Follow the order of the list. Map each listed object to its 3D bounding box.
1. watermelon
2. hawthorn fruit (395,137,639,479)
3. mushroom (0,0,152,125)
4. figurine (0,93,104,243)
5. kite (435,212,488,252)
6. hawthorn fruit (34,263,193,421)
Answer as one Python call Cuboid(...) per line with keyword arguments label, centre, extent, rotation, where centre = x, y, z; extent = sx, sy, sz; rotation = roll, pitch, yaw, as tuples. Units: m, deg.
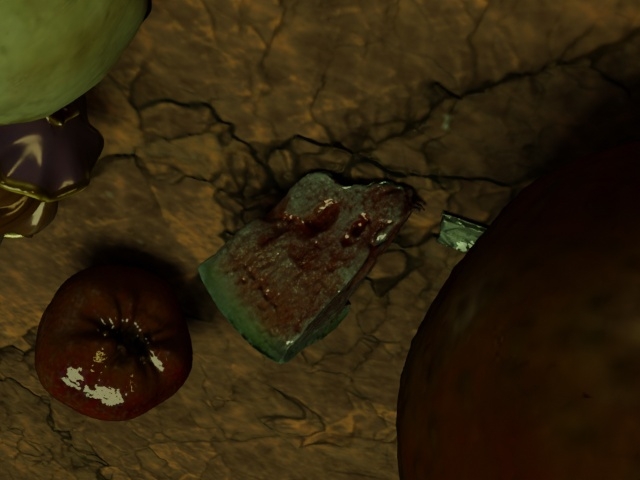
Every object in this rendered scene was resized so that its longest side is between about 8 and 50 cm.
Cuboid(label="watermelon", centre=(-0.017, 0.016, 0.921), extent=(0.098, 0.121, 0.158), rotation=(45, 140, 6))
Cuboid(label="hawthorn fruit", centre=(0.219, 0.154, 0.714), extent=(0.402, 0.403, 0.403), rotation=(15, 144, 11))
Cuboid(label="mushroom", centre=(-0.211, -0.142, 0.728), extent=(0.189, 0.164, 0.267), rotation=(33, 157, -3))
Cuboid(label="figurine", centre=(-0.268, -0.050, 0.943), extent=(0.189, 0.142, 0.263), rotation=(6, 155, -36))
Cuboid(label="kite", centre=(0.254, 0.054, 0.900), extent=(0.368, 0.014, 0.406), rotation=(19, 144, 4))
Cuboid(label="hawthorn fruit", centre=(-0.173, 0.087, 1.084), extent=(0.132, 0.133, 0.138), rotation=(34, 159, -15))
